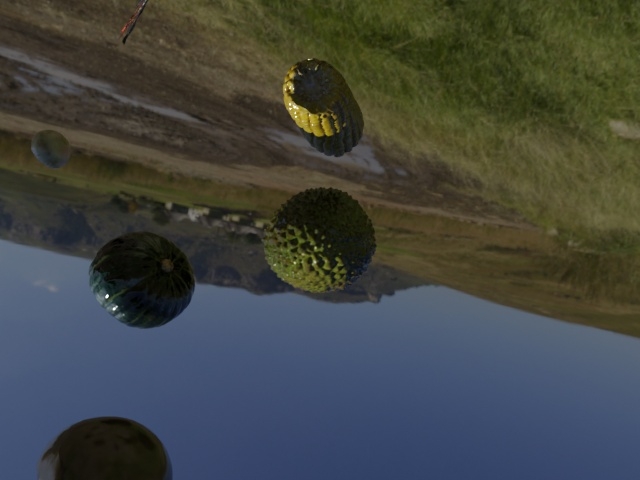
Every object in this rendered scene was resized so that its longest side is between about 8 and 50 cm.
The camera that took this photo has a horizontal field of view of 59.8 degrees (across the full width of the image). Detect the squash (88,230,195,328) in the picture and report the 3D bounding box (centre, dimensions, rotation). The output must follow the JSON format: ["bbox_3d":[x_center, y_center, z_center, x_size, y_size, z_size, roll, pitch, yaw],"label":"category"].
[{"bbox_3d":[-0.367,0.081,1.152,0.173,0.218,0.218,-13,167,31],"label":"squash"}]

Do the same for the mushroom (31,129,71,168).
[{"bbox_3d":[-0.582,-0.196,1.197,0.067,0.083,0.083,-26,165,21],"label":"mushroom"}]

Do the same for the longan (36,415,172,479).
[{"bbox_3d":[-0.315,0.355,0.818,0.198,0.198,0.212,11,-175,-18],"label":"longan"}]

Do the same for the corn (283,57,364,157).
[{"bbox_3d":[0.014,-0.262,1.156,0.144,0.143,0.387,11,-178,8],"label":"corn"}]

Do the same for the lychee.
[{"bbox_3d":[0.001,0.003,1.317,0.270,0.269,0.320,11,-150,3],"label":"lychee"}]

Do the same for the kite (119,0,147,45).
[{"bbox_3d":[-0.427,-0.537,1.303,0.009,0.232,0.189,30,133,-31],"label":"kite"}]
